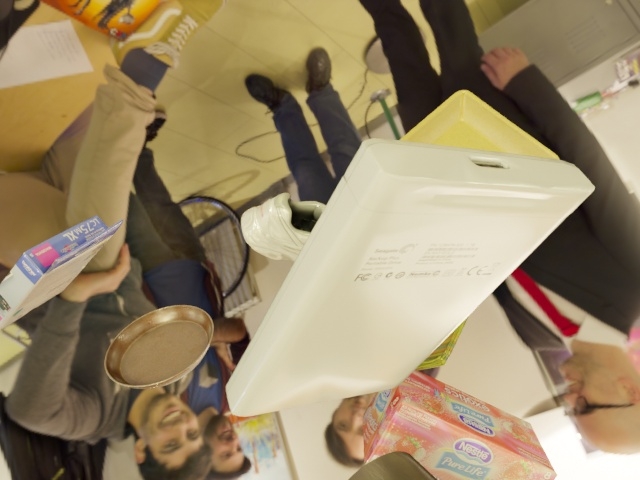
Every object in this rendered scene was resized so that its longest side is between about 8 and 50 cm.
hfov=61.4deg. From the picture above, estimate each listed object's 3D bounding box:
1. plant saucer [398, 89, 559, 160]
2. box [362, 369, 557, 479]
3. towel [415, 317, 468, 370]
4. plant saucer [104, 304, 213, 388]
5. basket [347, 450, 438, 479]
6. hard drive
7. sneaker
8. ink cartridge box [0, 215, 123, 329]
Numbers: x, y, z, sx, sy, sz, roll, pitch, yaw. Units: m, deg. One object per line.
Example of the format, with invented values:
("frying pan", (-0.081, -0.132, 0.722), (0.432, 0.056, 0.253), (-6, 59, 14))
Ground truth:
("plant saucer", (0.372, -0.186, 1.391), (0.332, 0.333, 0.081), (-41, 157, -9))
("box", (0.238, 0.365, 0.969), (0.142, 0.300, 0.154), (-63, -177, 15))
("towel", (0.267, 0.197, 1.181), (0.102, 0.021, 0.237), (-25, -165, 43))
("plant saucer", (-0.242, 0.165, 0.824), (0.168, 0.168, 0.029), (-17, 125, -7))
("basket", (0.123, 0.370, 0.608), (0.204, 0.227, 0.154), (-25, 131, -17))
("hard drive", (0.066, 0.058, 0.530), (0.233, 0.047, 0.353), (0, 139, -31))
("sneaker", (0.000, 0.000, 0.823), (0.232, 0.090, 0.115), (24, 139, -36))
("ink cartridge box", (-0.539, 0.056, 1.075), (0.311, 0.065, 0.186), (-34, -172, 33))
